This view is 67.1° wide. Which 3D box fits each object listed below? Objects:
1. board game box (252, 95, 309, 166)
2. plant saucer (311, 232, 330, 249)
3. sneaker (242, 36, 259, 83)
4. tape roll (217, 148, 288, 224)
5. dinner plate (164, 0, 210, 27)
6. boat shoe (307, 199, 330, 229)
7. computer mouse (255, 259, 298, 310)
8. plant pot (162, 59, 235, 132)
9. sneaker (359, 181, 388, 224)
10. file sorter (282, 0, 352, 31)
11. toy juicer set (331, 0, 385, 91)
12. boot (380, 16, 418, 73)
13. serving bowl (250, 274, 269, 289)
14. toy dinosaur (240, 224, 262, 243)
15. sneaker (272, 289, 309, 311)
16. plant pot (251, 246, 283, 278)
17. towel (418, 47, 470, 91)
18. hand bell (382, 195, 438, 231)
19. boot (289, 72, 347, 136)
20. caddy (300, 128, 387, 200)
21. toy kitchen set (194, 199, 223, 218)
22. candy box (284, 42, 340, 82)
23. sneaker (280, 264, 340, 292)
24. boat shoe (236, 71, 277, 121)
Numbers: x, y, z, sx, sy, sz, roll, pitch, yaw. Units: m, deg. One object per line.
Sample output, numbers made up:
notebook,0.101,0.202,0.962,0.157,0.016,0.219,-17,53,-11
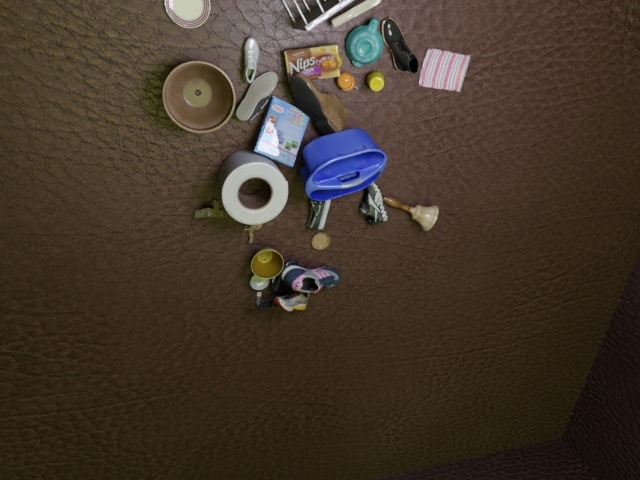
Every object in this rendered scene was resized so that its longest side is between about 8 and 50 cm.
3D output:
board game box,-0.143,-0.399,1.782,0.160,0.039,0.211,20,89,-26
plant saucer,0.000,0.000,2.095,0.083,0.015,0.083,-7,118,-14
sneaker,-0.238,-0.618,1.663,0.054,0.061,0.152,-1,116,-16
tape roll,-0.258,-0.203,1.813,0.246,0.169,0.246,-8,119,-15
dinner plate,-0.427,-0.760,1.551,0.141,0.017,0.141,-8,119,-15
boat shoe,-0.008,-0.141,1.981,0.070,0.078,0.219,1,118,-20
computer mouse,-0.203,0.187,2.082,0.184,0.060,0.262,-12,132,-42
plant pot,-0.415,-0.495,1.641,0.237,0.110,0.237,-8,120,-15
sneaker,0.211,-0.159,2.043,0.106,0.078,0.234,-27,124,-6
file sorter,0.007,-0.833,1.554,0.278,0.193,0.173,-34,119,2
toy juicer set,0.122,-0.697,1.736,0.209,0.089,0.329,-5,121,5
boot,0.296,-0.705,1.746,0.077,0.137,0.198,-33,121,1
serving bowl,-0.266,0.172,2.092,0.083,0.027,0.083,-8,119,-14
toy dinosaur,-0.269,-0.075,1.957,0.093,0.053,0.183,14,120,-40
sneaker,-0.127,0.252,2.118,0.225,0.088,0.092,5,111,-61
plant pot,-0.228,0.080,2.013,0.134,0.095,0.134,-6,115,-13
towel,0.488,-0.666,1.894,0.197,0.029,0.144,2,117,-19
hand bell,0.380,-0.143,2.109,0.242,0.126,0.126,23,108,-14
boot,-0.004,-0.509,1.762,0.305,0.112,0.115,46,66,-43
caddy,0.084,-0.272,1.825,0.341,0.179,0.241,-19,153,-17
toy kitchen set,-0.436,-0.118,1.886,0.083,0.075,0.068,9,75,-57
candy box,-0.028,-0.627,1.702,0.187,0.053,0.109,-5,120,4
sneaker,-0.017,0.185,2.087,0.319,0.131,0.112,4,117,-40
boat shoe,-0.224,-0.514,1.734,0.075,0.065,0.206,40,96,6
